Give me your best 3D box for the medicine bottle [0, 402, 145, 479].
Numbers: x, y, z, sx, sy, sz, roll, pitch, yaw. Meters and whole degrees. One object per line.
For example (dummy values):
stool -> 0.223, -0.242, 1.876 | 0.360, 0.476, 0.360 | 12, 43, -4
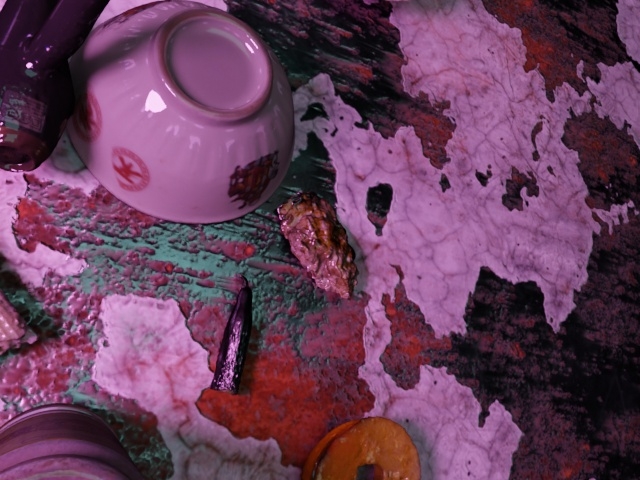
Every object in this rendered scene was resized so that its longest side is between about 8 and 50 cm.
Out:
medicine bottle -> -0.239, 0.236, 0.452 | 0.151, 0.322, 0.151 | 6, 77, -26

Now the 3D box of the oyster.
oyster -> 0.005, 0.007, 0.785 | 0.105, 0.056, 0.177 | -11, 79, -36

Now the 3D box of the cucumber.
cucumber -> -0.112, 0.127, 0.707 | 0.039, 0.043, 0.163 | 40, 59, -56

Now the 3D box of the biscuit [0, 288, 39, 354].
biscuit -> -0.424, 0.043, 0.551 | 0.108, 0.062, 0.239 | -38, 97, -28

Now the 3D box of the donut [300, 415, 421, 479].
donut -> 0.052, 0.339, 0.720 | 0.174, 0.075, 0.190 | 45, 59, -10

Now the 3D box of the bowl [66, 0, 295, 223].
bowl -> -0.159, -0.202, 0.688 | 0.337, 0.157, 0.337 | 7, 75, -26

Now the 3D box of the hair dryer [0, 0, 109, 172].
hair dryer -> -0.263, -0.257, 0.550 | 0.120, 0.359, 0.303 | 23, 58, -44
